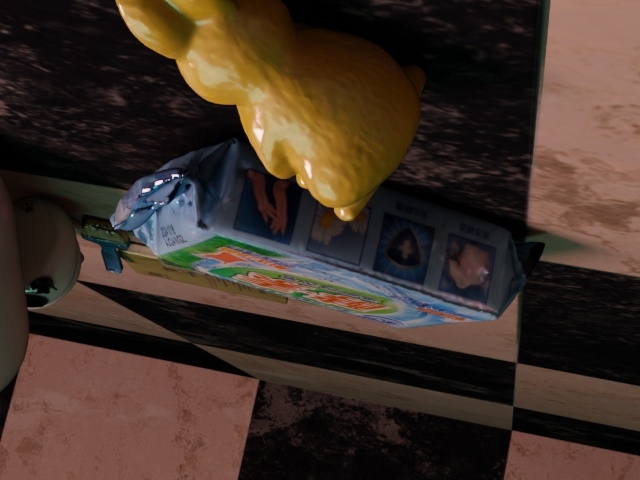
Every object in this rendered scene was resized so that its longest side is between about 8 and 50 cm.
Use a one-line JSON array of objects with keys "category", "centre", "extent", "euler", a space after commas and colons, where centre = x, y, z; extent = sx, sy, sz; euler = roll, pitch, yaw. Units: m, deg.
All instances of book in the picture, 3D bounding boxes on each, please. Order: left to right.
[{"category": "book", "centre": [-0.134, 0.040, 1.307], "extent": [0.192, 0.013, 0.168], "euler": [12, 169, 2]}]

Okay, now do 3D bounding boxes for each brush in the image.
[{"category": "brush", "centre": [-0.227, 0.009, 1.205], "extent": [0.051, 0.014, 0.164], "euler": [15, 161, -1]}]

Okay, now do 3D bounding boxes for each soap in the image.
[{"category": "soap", "centre": [0.000, 0.000, 0.812], "extent": [0.293, 0.077, 0.156], "euler": [17, 168, -21]}]

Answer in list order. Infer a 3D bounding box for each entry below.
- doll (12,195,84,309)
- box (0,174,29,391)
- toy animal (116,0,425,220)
[{"category": "doll", "centre": [-0.295, 0.016, 1.127], "extent": [0.110, 0.107, 0.181], "euler": [-30, -177, -11]}, {"category": "box", "centre": [-0.424, 0.010, 0.948], "extent": [0.349, 0.141, 0.289], "euler": [12, 134, 4]}, {"category": "toy animal", "centre": [-0.025, -0.083, 0.503], "extent": [0.159, 0.083, 0.070], "euler": [34, -176, -35]}]
